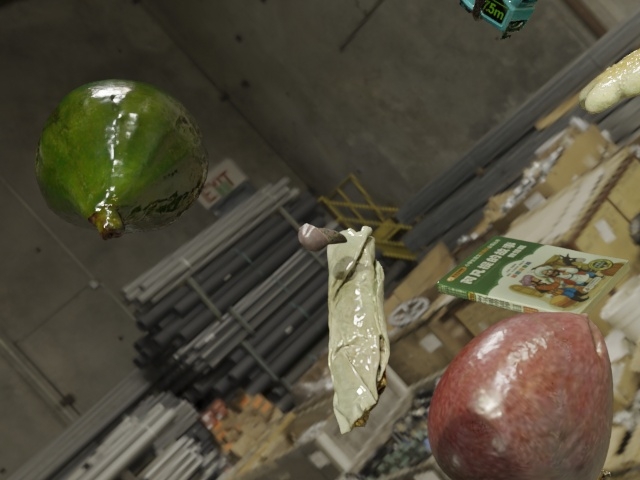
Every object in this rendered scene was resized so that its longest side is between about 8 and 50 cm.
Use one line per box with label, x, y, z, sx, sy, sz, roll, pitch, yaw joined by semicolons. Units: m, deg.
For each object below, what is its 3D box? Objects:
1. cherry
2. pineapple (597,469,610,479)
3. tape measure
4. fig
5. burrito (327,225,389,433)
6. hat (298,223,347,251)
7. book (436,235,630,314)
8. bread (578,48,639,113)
cherry;0.272;0.229;1.076;0.221;0.261;0.307;22;85;51
pineapple;0.399;0.411;1.367;0.047;0.221;0.221;-3;-26;-36
tape measure;0.243;-0.365;1.094;0.081;0.125;0.146;-17;-36;-41
fig;-0.128;-0.048;0.514;0.117;0.117;0.177;-43;16;1
burrito;0.066;0.144;1.424;0.117;0.076;0.391;-24;49;28
hat;0.002;0.002;1.388;0.058;0.087;0.042;-9;64;69
book;0.366;0.063;1.397;0.264;0.027;0.202;13;35;42
bread;0.497;-0.269;1.182;0.251;0.039;0.182;-33;6;16
